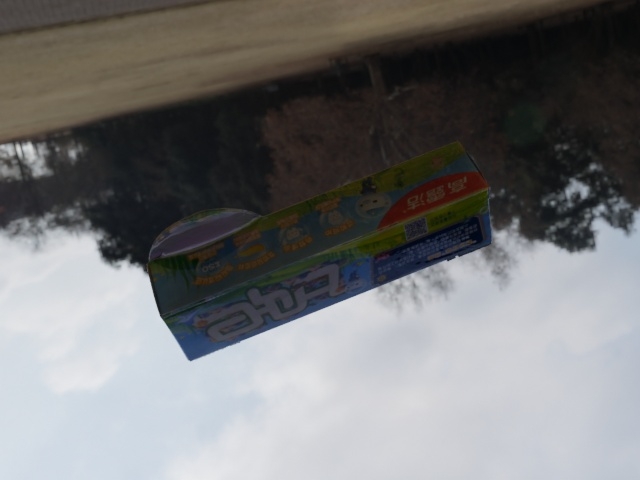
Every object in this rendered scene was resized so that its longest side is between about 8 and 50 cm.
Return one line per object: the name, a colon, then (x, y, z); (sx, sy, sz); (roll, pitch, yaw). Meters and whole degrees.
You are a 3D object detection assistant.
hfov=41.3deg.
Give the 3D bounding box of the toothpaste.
toothpaste: (0.000, 0.000, 0.480); (0.193, 0.070, 0.044); (-22, -130, -3)
